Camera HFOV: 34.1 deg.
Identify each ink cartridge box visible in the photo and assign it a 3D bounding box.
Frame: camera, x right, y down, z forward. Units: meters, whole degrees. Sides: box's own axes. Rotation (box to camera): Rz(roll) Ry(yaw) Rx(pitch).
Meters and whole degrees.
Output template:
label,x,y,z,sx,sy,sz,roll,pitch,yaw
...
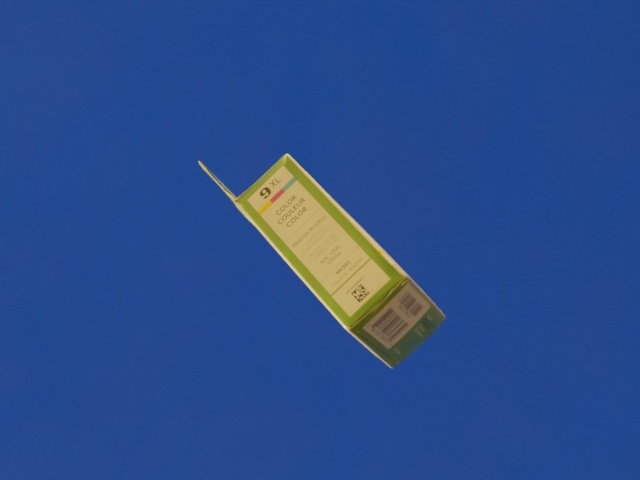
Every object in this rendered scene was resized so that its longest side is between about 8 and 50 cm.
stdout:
label,x,y,z,sx,sy,sz,roll,pitch,yaw
ink cartridge box,0.000,0.000,0.843,0.062,0.209,0.109,-44,-31,1
